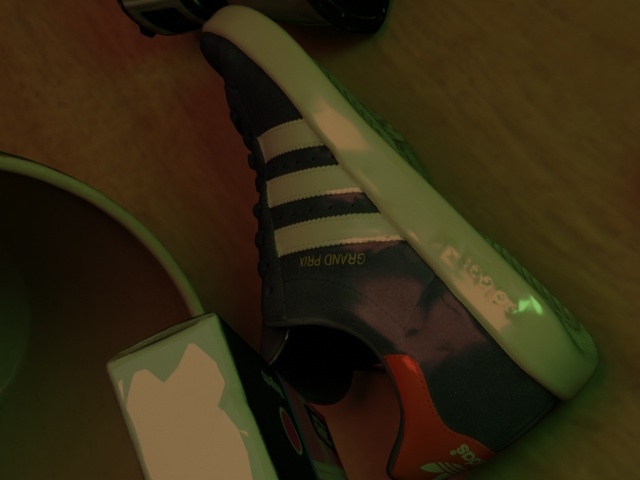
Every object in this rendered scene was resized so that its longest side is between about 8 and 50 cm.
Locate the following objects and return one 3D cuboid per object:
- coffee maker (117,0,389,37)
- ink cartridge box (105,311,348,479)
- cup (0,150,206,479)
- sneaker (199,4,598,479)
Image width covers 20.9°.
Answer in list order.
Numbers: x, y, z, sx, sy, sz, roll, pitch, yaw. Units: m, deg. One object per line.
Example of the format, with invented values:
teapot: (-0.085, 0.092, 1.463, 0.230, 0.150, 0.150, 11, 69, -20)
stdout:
coffee maker: (-0.036, -0.217, 1.151, 0.178, 0.120, 0.171, 6, 57, 37)
ink cartridge box: (0.016, 0.223, 0.743, 0.069, 0.176, 0.371, -24, 65, 6)
cup: (-0.248, 0.083, 1.078, 0.331, 0.331, 0.237, -58, 23, 3)
sneaker: (0.000, 0.000, 1.009, 0.148, 0.131, 0.350, -46, 52, 7)
